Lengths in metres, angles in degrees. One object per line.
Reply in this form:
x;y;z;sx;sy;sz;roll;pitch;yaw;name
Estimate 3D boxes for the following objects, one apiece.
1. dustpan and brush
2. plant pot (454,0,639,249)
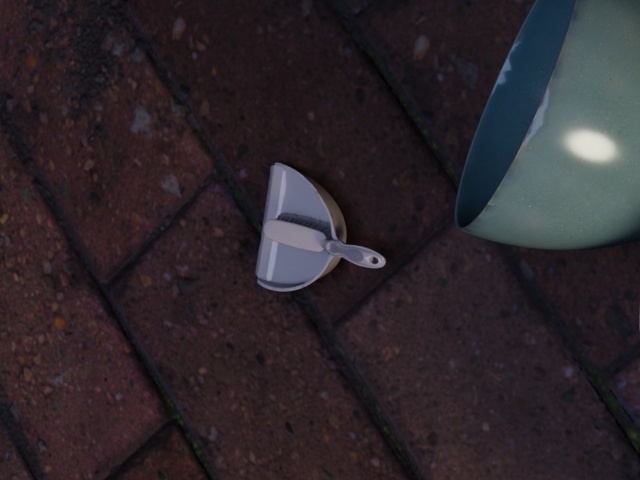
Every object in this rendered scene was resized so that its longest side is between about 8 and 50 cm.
0.000;0.000;2.010;0.211;0.060;0.147;15;101;34;dustpan and brush
0.276;-0.107;1.708;0.195;0.290;0.290;22;109;-6;plant pot
